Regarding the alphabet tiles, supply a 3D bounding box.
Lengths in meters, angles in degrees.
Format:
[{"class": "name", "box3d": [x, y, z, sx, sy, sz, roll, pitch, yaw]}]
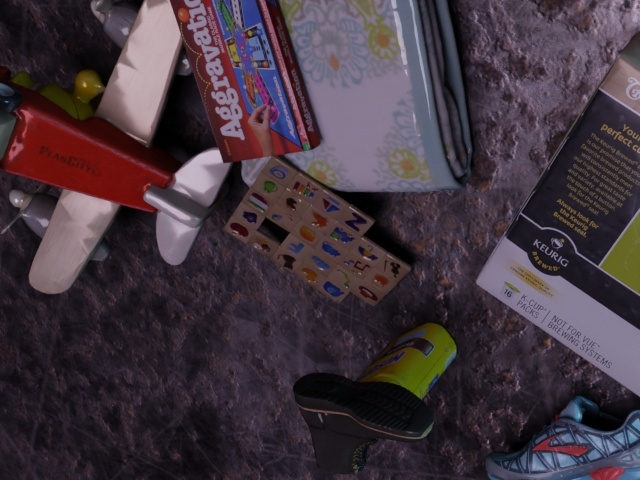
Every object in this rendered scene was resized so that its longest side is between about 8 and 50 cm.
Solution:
[{"class": "alphabet tiles", "box3d": [0.000, 0.000, 1.566, 0.237, 0.009, 0.198, 33, 143, -5]}]

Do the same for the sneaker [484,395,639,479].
[{"class": "sneaker", "box3d": [0.334, 0.264, 1.518, 0.262, 0.104, 0.125, -11, 91, 31]}]

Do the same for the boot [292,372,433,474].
[{"class": "boot", "box3d": [0.063, 0.249, 1.462, 0.198, 0.077, 0.137, 14, 127, 41]}]

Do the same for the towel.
[{"class": "towel", "box3d": [0.012, -0.236, 1.439, 0.320, 0.090, 0.374, 3, 116, 34]}]

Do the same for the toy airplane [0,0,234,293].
[{"class": "toy airplane", "box3d": [-0.301, -0.137, 1.600, 0.386, 0.272, 0.384, -20, 120, 4]}]

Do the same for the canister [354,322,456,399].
[{"class": "canister", "box3d": [0.101, 0.189, 1.555, 0.126, 0.170, 0.073, -34, 95, 39]}]

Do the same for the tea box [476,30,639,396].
[{"class": "tea box", "box3d": [0.401, -0.018, 1.228, 0.329, 0.220, 0.323, 35, 129, 10]}]

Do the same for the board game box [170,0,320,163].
[{"class": "board game box", "box3d": [-0.103, -0.238, 1.435, 0.145, 0.027, 0.281, -5, 110, 37]}]
